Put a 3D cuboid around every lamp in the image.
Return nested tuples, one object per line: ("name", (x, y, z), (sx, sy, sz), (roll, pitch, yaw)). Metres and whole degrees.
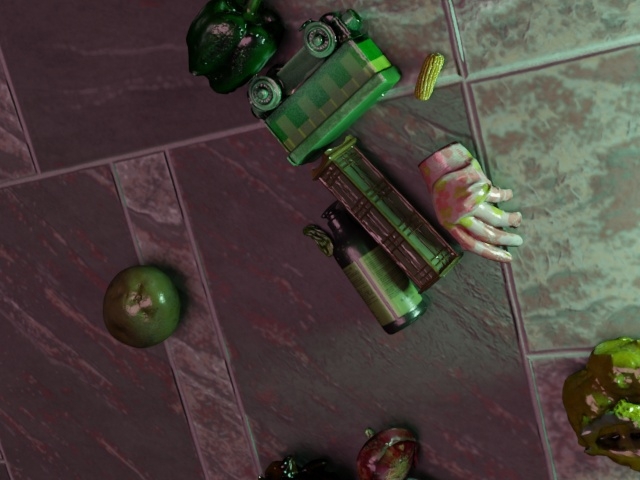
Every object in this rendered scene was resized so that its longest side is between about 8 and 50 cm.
("lamp", (0.127, -0.051, 1.712), (0.325, 0.090, 0.089), (47, 145, 5))

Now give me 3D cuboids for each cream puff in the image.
("cream puff", (0.567, 0.305, 1.572), (0.282, 0.185, 0.282), (7, 106, 26))

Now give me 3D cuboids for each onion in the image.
("onion", (0.127, 0.453, 1.889), (0.140, 0.150, 0.150), (34, 123, 46))

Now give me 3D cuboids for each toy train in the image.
("toy train", (0.000, -0.298, 1.694), (0.301, 0.120, 0.202), (-40, 90, 31))

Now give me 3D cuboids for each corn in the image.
("corn", (0.199, -0.303, 1.637), (0.037, 0.037, 0.092), (26, 119, 17))

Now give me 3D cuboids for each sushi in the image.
("sushi", (-0.051, 0.591, 1.958), (0.227, 0.215, 0.212), (10, 110, 24))

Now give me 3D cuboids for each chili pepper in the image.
("chili pepper", (0.000, -0.001, 1.843), (0.091, 0.030, 0.034), (44, 145, 10))
("chili pepper", (-0.151, -0.410, 1.697), (0.165, 0.174, 0.261), (46, 126, 3))

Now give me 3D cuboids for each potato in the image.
("potato", (-0.414, 0.156, 2.035), (0.235, 0.160, 0.178), (-34, 65, 41))

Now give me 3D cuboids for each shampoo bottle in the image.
("shampoo bottle", (0.096, 0.048, 1.768), (0.101, 0.101, 0.284), (-36, 89, 31))

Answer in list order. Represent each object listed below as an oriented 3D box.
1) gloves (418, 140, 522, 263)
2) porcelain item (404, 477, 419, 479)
("gloves", (0.278, -0.057, 1.635), (0.145, 0.126, 0.241), (-33, 84, 29))
("porcelain item", (0.140, 0.711, 1.885), (0.178, 0.242, 0.405), (36, 120, 27))
